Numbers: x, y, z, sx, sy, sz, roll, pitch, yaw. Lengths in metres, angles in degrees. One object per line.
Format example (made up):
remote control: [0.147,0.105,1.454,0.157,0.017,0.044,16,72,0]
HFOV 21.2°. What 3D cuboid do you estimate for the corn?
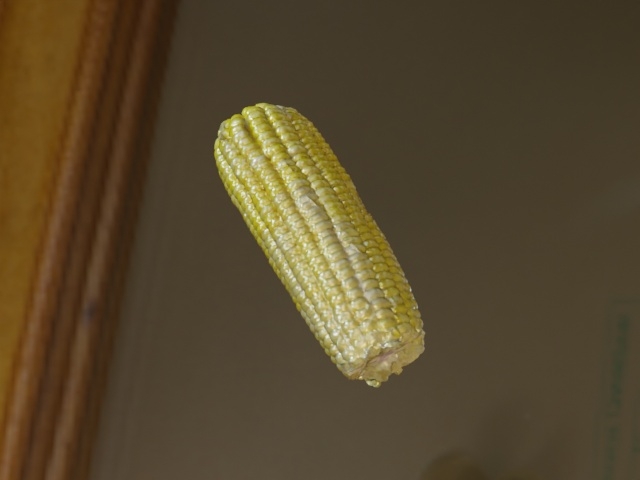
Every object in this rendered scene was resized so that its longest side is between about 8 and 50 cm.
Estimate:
corn: [0.000,0.000,0.925,0.165,0.063,0.085,59,175,23]
